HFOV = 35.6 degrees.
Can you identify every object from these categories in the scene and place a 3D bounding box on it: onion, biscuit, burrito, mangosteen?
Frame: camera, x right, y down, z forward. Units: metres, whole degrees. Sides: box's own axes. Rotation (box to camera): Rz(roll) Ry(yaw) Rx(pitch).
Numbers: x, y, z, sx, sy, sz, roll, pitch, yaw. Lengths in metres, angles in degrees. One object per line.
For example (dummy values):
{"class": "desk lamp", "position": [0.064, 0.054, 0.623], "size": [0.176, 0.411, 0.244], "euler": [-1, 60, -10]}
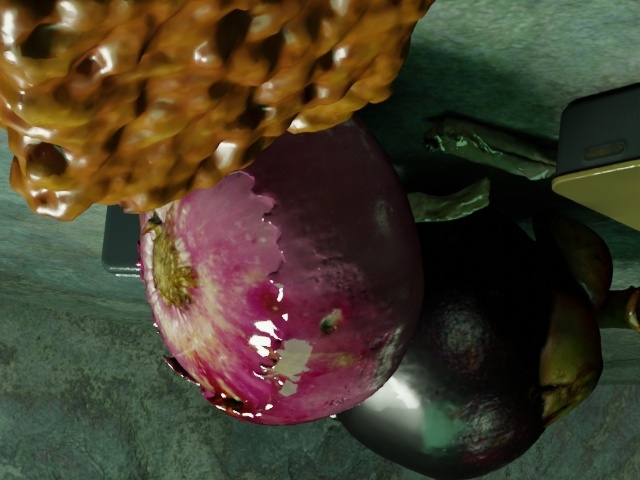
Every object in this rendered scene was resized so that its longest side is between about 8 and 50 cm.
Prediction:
{"class": "onion", "position": [-0.036, 0.014, 1.043], "size": [0.358, 0.358, 0.345], "euler": [-5, 172, 38]}
{"class": "biscuit", "position": [-0.063, -0.143, 0.626], "size": [0.312, 0.110, 0.318], "euler": [-27, 162, -20]}
{"class": "burrito", "position": [0.196, -0.099, 1.094], "size": [0.171, 0.042, 0.051], "euler": [16, 165, -20]}
{"class": "mangosteen", "position": [0.191, 0.098, 1.274], "size": [0.435, 0.382, 0.382], "euler": [-26, 160, 5]}

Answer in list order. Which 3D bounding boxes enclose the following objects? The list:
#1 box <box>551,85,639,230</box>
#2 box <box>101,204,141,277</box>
{"class": "box", "position": [0.341, -0.079, 0.999], "size": [0.201, 0.090, 0.144], "euler": [19, 162, -37]}
{"class": "box", "position": [-0.170, -0.027, 1.294], "size": [0.230, 0.160, 0.050], "euler": [2, 171, 17]}
